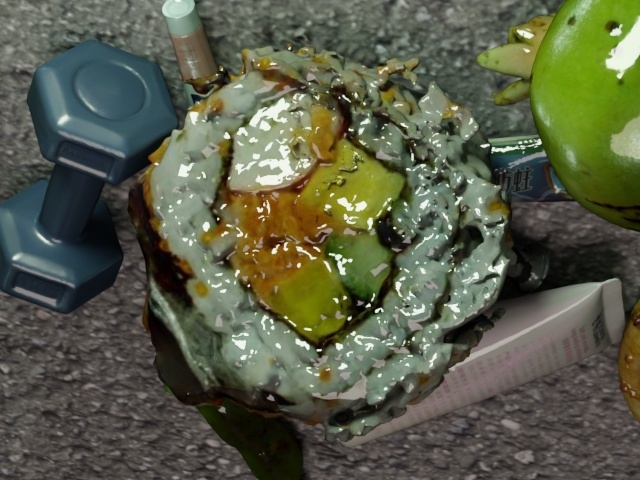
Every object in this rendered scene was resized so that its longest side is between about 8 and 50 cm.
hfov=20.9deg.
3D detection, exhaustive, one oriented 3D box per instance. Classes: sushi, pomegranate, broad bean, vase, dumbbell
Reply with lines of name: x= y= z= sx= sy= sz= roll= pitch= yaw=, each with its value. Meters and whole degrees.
sushi: x=0.004 y=-0.001 z=1.726 sx=0.418 sy=0.417 sz=0.176 roll=-4 pitch=177 yaw=19
pomegranate: x=0.290 y=-0.136 z=1.582 sx=0.341 sy=0.260 sz=0.260 roll=14 pitch=149 yaw=47
broad bean: x=-0.088 y=0.240 z=2.205 sx=0.077 sy=0.061 sz=0.339 roll=-23 pitch=129 yaw=17
vase: x=0.171 y=0.009 z=1.849 sx=0.167 sy=0.059 sz=0.059 roll=20 pitch=142 yaw=-38
dumbbell: x=-0.262 y=-0.061 z=1.868 sx=0.144 sy=0.156 sz=0.316 roll=-4 pitch=145 yaw=-27

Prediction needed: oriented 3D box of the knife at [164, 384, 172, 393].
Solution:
knife: x=-0.128 y=0.144 z=2.150 sx=0.054 sy=0.015 sz=0.212 roll=26 pitch=137 yaw=-24

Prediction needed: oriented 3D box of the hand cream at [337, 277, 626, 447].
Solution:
hand cream: x=0.165 y=0.126 z=1.928 sx=0.359 sy=0.118 sz=0.185 roll=-18 pitch=152 yaw=4

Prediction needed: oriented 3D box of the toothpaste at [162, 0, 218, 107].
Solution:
toothpaste: x=-0.123 y=-0.167 z=1.796 sx=0.056 sy=0.036 sz=0.205 roll=2 pitch=141 yaw=14

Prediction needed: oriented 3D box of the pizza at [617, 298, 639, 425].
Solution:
pizza: x=0.446 y=0.134 z=1.931 sx=0.226 sy=0.086 sz=0.335 roll=5 pitch=136 yaw=7

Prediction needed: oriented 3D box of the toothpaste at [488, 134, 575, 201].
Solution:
toothpaste: x=0.125 y=-0.071 z=1.811 sx=0.392 sy=0.061 sz=0.098 roll=-1 pitch=136 yaw=14
